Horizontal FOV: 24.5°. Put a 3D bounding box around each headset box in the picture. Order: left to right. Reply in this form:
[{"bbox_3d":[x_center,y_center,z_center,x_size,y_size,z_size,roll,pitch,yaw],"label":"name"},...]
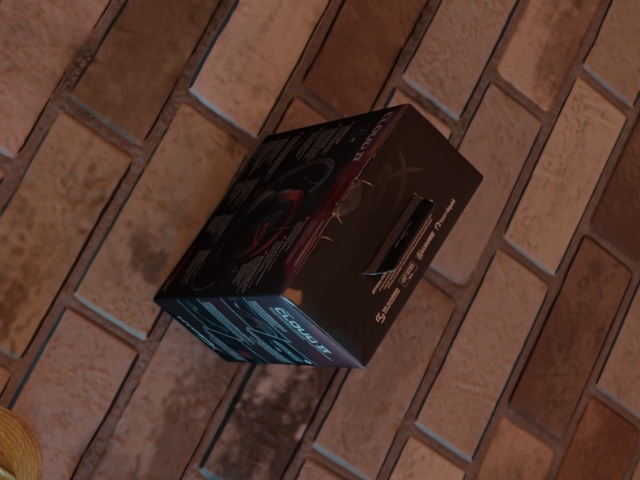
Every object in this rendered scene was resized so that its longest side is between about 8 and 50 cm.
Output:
[{"bbox_3d":[0.000,0.000,1.355,0.110,0.293,0.218,42,68,-22],"label":"headset box"}]

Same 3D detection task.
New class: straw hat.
[{"bbox_3d":[-0.305,0.209,1.300,0.144,0.061,0.144,2,86,-30],"label":"straw hat"}]
